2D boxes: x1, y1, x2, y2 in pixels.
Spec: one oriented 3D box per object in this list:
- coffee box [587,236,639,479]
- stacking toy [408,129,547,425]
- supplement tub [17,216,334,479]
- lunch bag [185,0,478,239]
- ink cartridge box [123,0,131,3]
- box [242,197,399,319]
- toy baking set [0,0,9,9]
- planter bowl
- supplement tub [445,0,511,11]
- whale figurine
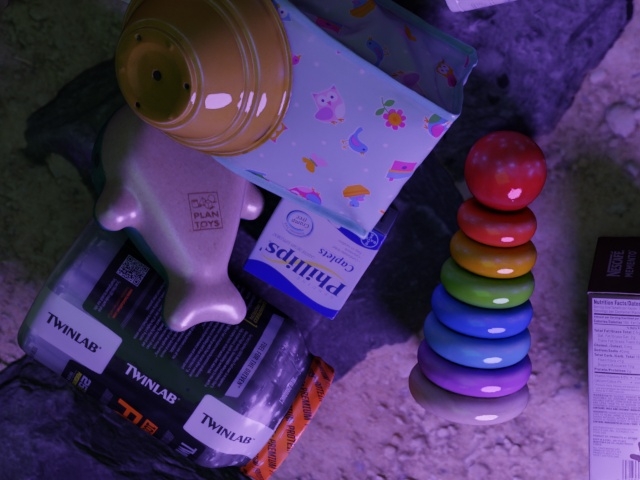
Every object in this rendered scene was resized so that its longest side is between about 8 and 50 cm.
[{"bbox_3d":[0.352,0.134,1.677,0.098,0.141,0.246,2,116,15],"label":"coffee box"},{"bbox_3d":[0.187,0.034,1.688,0.141,0.141,0.330,10,112,10],"label":"stacking toy"},{"bbox_3d":[-0.166,0.127,1.774,0.338,0.207,0.207,33,120,-3],"label":"supplement tub"},{"bbox_3d":[-0.003,-0.162,1.594,0.262,0.160,0.223,29,131,-6],"label":"lunch bag"},{"bbox_3d":[-0.142,-0.359,1.577,0.172,0.100,0.237,27,121,1],"label":"ink cartridge box"},{"bbox_3d":[0.000,0.000,1.741,0.126,0.072,0.137,30,121,-1],"label":"box"},{"bbox_3d":[-0.429,-0.382,1.687,0.256,0.030,0.196,35,126,3],"label":"toy baking set"},{"bbox_3d":[-0.141,-0.176,1.525,0.217,0.090,0.217,15,118,31],"label":"planter bowl"},{"bbox_3d":[0.181,-0.278,1.549,0.107,0.071,0.071,-9,114,19],"label":"supplement tub"},{"bbox_3d":[-0.165,-0.028,1.689,0.141,0.216,0.272,-23,78,52],"label":"whale figurine"}]
